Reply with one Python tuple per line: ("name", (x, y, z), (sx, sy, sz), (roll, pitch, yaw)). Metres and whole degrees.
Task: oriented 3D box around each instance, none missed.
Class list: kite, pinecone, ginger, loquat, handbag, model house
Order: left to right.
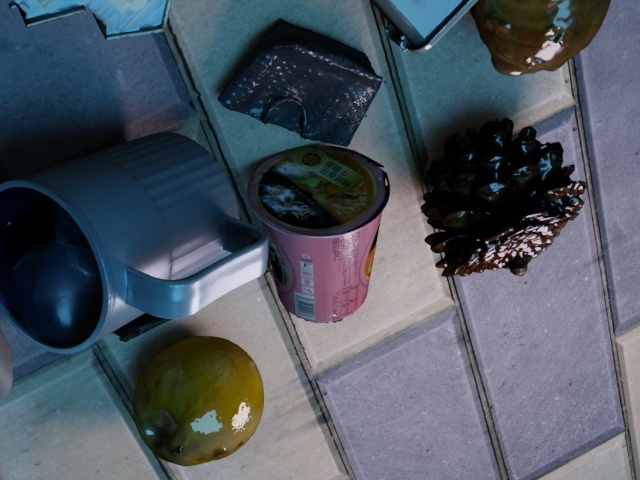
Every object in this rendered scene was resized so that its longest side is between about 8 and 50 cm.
("model house", (-0.295, -0.380, 1.559), (0.271, 0.178, 0.206), (-45, 124, 4))
("kite", (-0.273, 0.093, 1.812), (0.406, 0.368, 0.014), (-13, 104, 6))
("loquat", (-0.214, 0.284, 2.046), (0.244, 0.244, 0.244), (-13, 127, -18))
("handbag", (-0.022, -0.248, 1.861), (0.270, 0.088, 0.175), (16, 121, -34))
("pinecone", (0.312, -0.080, 2.010), (0.298, 0.296, 0.242), (-22, 136, 11))
("ginger", (0.375, -0.392, 1.846), (0.269, 0.223, 0.200), (-13, 143, -13))

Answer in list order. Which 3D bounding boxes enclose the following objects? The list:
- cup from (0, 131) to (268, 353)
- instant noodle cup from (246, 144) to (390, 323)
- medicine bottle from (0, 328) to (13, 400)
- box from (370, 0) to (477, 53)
("cup", (-0.278, -0.017, 1.676), (0.311, 0.331, 0.256), (-30, 103, -50))
("instant noodle cup", (0.000, 0.000, 1.965), (0.244, 0.244, 0.255), (-18, 137, -15))
("medicine bottle", (-0.674, 0.184, 1.733), (0.375, 0.123, 0.282), (-12, 141, 0))
("box", (0.169, -0.429, 1.784), (0.243, 0.163, 0.135), (-45, 121, 9))
